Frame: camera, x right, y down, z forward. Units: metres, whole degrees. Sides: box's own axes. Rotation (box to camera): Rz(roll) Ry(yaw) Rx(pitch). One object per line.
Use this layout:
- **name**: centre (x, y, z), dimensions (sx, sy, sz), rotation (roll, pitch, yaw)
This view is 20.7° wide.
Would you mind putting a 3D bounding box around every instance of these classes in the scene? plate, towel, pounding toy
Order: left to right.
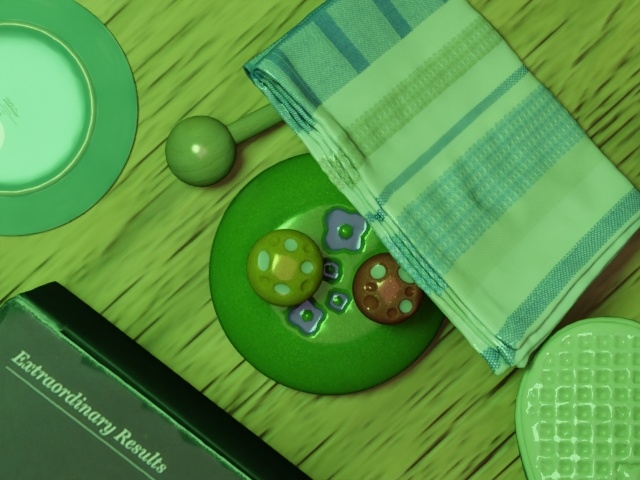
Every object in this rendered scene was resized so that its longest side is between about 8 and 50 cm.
- **plate**: centre (-0.229, -0.097, 1.294), dimensions (0.188, 0.024, 0.188), rotation (0, 91, -3)
- **pounding toy**: centre (0.000, 0.000, 1.263), dimensions (0.183, 0.110, 0.237), rotation (-22, 92, -2)
- **towel**: centre (0.099, -0.068, 1.254), dimensions (0.285, 0.034, 0.209), rotation (49, 55, -2)

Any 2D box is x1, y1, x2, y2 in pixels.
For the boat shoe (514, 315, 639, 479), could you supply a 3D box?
- **boat shoe**: centre (0.316, 0.264, 1.258), dimensions (0.187, 0.156, 0.500), rotation (-42, 92, 2)

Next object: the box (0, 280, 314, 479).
- **box**: centre (-0.202, 0.270, 1.209), dimensions (0.293, 0.212, 0.395), rotation (39, 90, -3)
